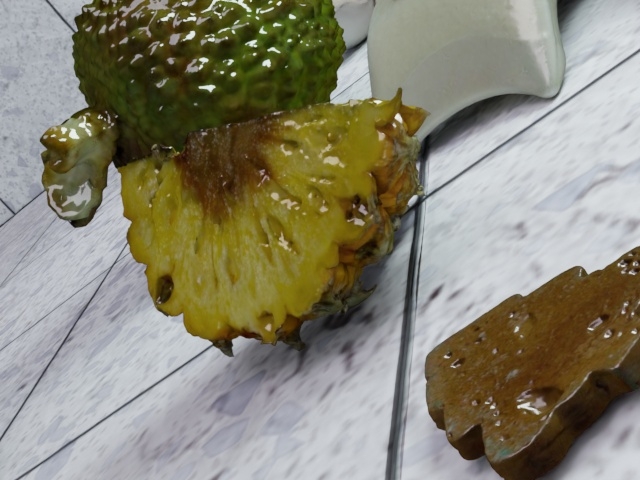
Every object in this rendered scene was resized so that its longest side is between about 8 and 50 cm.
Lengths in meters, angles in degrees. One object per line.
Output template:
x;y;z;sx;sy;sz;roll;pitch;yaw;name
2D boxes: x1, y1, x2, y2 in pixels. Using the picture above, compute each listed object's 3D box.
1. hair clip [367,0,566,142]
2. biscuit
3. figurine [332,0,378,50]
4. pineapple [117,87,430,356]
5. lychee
0.126;-0.192;0.859;0.172;0.113;0.282;-26;22;45;hair clip
0.087;0.049;0.455;0.119;0.019;0.130;-48;17;-23;biscuit
0.033;-0.324;1.396;0.237;0.141;0.162;-39;10;9;figurine
-0.005;0.001;0.709;0.250;0.139;0.164;-9;-10;36;pineapple
-0.127;-0.158;1.124;0.320;0.269;0.270;-8;14;-7;lychee
